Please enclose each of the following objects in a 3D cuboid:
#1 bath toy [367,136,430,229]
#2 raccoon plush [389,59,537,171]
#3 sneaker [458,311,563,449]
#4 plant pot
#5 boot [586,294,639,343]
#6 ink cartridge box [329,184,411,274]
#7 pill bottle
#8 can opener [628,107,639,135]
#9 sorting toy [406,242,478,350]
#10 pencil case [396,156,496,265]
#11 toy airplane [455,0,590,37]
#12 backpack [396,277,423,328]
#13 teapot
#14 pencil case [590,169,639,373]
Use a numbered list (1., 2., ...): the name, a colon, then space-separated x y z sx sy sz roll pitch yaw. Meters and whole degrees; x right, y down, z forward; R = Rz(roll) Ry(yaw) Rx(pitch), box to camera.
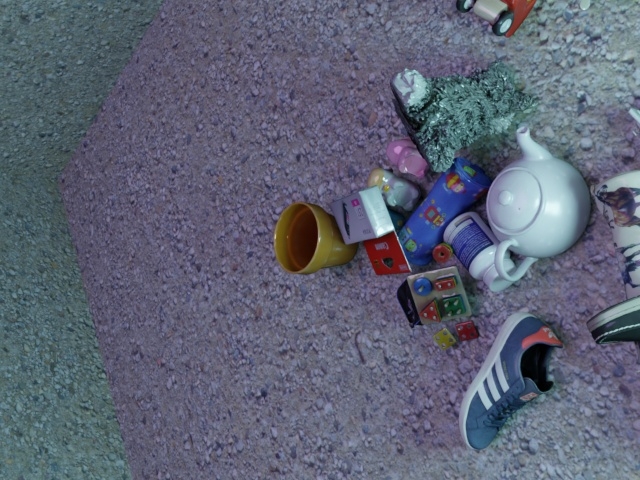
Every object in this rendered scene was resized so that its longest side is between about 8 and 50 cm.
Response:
1. bath toy: 0.231 -0.208 2.196 0.151 0.129 0.348 26 113 1
2. raccoon plush: 0.339 -0.318 1.863 0.299 0.446 0.216 -30 86 5
3. sneaker: 0.437 0.344 1.874 0.148 0.131 0.350 36 111 50
4. plant pot: 0.000 0.000 2.373 0.205 0.188 0.205 -9 78 49
5. boot: 0.679 0.224 1.426 0.138 0.377 0.284 81 -178 -72
6. ink cartridge box: 0.127 -0.012 2.185 0.239 0.060 0.275 69 164 -2
7. pill bottle: 0.390 0.030 1.983 0.112 0.112 0.186 -56 48 28
8. can opener: 0.723 -0.186 1.661 0.093 0.074 0.280 -49 52 32
9. sorting toy: 0.291 0.149 2.024 0.132 0.046 0.274 -14 103 26
10. pencil case: 0.310 -0.075 2.083 0.119 0.133 0.306 45 122 14
11. toy airplane: 0.474 -0.683 1.861 0.384 0.272 0.386 -3 116 61
12. backpack: 0.258 0.153 2.137 0.105 0.084 0.114 -47 60 30
13. teapot: 0.464 -0.077 1.854 0.252 0.187 0.256 -46 54 34
14. pencil case: 0.664 0.057 1.633 0.183 0.160 0.410 -21 70 32
